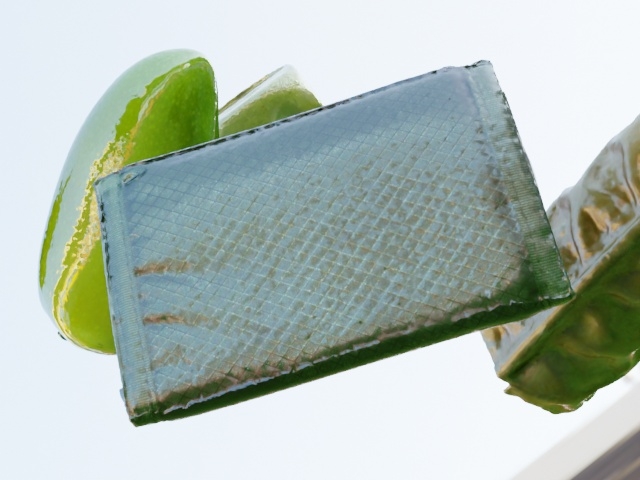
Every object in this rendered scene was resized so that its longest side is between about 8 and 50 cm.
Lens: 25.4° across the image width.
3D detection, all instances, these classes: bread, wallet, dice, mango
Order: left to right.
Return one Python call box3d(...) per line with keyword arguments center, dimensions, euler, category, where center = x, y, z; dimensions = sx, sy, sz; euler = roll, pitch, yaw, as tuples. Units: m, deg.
box3d(center=(-0.190, -0.041, 1.518), dimensions=(0.156, 0.192, 0.343), euler=(-14, -58, -74), category="mango")
box3d(center=(-0.051, -0.098, 1.696), dimensions=(0.166, 0.169, 0.169), euler=(-36, -79, 2), category="dice")
box3d(center=(0.001, 0.001, 0.754), dimensions=(0.236, 0.160, 0.055), euler=(-18, -36, 7), category="wallet")
box3d(center=(0.190, -0.007, 0.800), dimensions=(0.087, 0.098, 0.269), euler=(4, -39, -36), category="bread")
